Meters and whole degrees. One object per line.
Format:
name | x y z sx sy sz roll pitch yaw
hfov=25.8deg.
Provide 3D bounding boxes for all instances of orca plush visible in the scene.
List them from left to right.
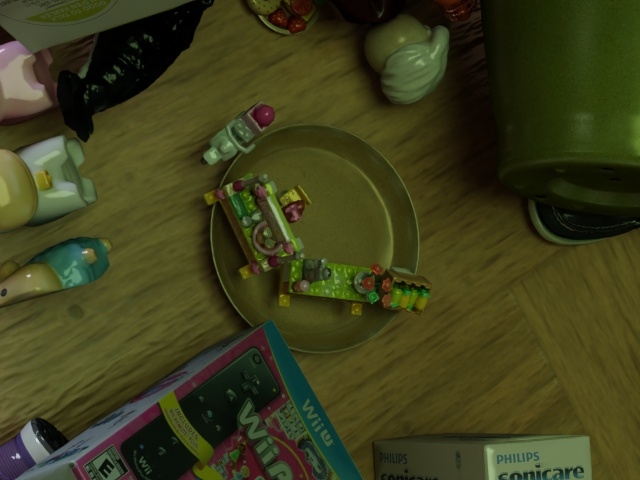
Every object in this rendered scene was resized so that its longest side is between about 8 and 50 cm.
orca plush | -0.154 -0.226 1.303 0.151 0.102 0.287 61 40 -25

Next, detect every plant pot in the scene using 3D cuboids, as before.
plant pot | -0.008 -0.002 1.429 0.236 0.032 0.236 3 83 -25
plant pot | 0.314 -0.216 1.427 0.367 0.366 0.352 13 79 -24

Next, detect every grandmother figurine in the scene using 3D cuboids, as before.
grandmother figurine | 0.033 -0.300 1.445 0.208 0.104 0.342 -40 107 -44

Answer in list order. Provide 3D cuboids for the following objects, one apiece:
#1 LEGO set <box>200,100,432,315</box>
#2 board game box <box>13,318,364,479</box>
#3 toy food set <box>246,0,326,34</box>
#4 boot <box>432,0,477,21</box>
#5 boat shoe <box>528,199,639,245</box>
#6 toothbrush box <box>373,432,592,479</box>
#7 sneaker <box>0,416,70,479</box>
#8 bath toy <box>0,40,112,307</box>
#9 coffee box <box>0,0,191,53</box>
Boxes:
LEGO set | 0.000 0.000 1.354 0.287 0.107 0.132 44 68 -15
board game box | -0.098 0.232 1.240 0.224 0.097 0.303 60 34 -3
toy food set | -0.035 -0.256 1.453 0.083 0.020 0.082 40 68 -16
boot | 0.137 -0.257 1.421 0.059 0.158 0.084 -22 113 12
boat shoe | 0.393 -0.085 1.590 0.340 0.113 0.127 -15 91 -27
toothbrush box | 0.161 0.338 1.368 0.126 0.216 0.295 -1 83 -27
sneaker | -0.213 0.300 1.271 0.124 0.107 0.283 -40 103 -3
bath toy | -0.301 -0.116 1.253 0.129 0.151 0.348 -16 90 7
coffee box | -0.178 -0.408 1.117 0.334 0.338 0.337 43 40 -50
